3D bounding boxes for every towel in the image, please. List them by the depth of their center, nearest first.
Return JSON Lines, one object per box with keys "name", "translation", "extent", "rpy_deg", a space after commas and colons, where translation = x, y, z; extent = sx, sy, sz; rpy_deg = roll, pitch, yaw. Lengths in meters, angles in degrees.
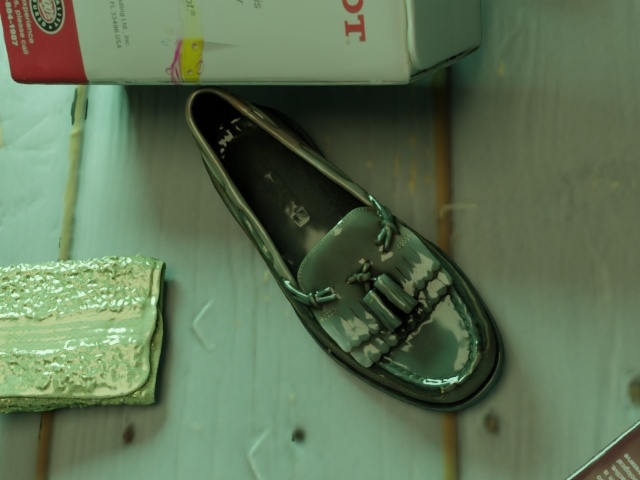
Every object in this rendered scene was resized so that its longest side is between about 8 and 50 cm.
{"name": "towel", "translation": [-0.177, 0.062, 0.806], "extent": [0.148, 0.027, 0.110], "rpy_deg": [-5, 66, 11]}

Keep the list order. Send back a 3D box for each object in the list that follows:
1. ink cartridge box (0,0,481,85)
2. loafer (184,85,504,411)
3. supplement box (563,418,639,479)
{"name": "ink cartridge box", "translation": [-0.062, -0.217, 0.760], "extent": [0.306, 0.131, 0.226], "rpy_deg": [5, 109, 26]}
{"name": "loafer", "translation": [0.000, 0.000, 0.733], "extent": [0.096, 0.084, 0.267], "rpy_deg": [-46, 59, 2]}
{"name": "supplement box", "translation": [0.219, 0.133, 0.591], "extent": [0.239, 0.073, 0.130], "rpy_deg": [-39, 59, 4]}
